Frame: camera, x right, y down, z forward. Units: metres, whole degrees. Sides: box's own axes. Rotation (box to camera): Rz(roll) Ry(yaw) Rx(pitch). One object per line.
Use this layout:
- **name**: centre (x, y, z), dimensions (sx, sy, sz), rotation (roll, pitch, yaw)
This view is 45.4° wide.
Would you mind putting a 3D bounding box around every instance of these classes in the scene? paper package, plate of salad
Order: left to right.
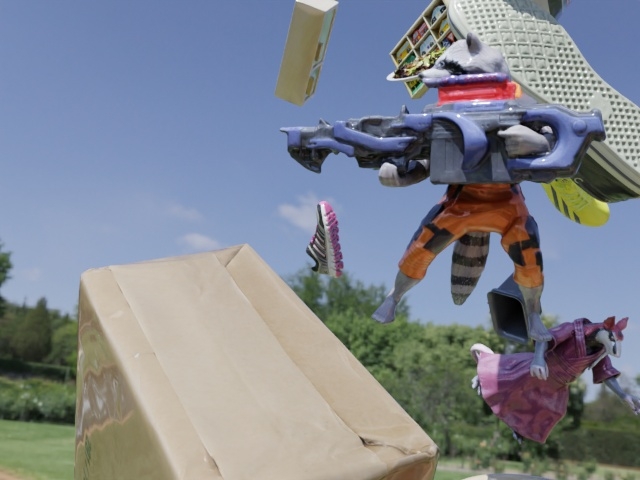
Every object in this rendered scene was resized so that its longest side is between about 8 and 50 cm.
- **paper package**: centre (-0.082, 0.210, 0.607), dimensions (0.168, 0.324, 0.309), rotation (-6, 29, -29)
- **plate of salad**: centre (0.269, -0.467, 2.030), dimensions (0.200, 0.048, 0.200), rotation (-15, 21, 6)

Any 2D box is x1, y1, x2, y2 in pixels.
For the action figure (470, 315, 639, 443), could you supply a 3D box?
- **action figure**: centre (0.538, 0.278, 1.705), dimensions (0.248, 0.275, 0.370), rotation (36, -65, -14)

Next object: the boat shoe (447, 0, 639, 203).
- **boat shoe**: centre (0.406, -0.249, 1.358), dimensions (0.500, 0.187, 0.156), rotation (43, -25, 0)

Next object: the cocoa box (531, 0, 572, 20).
- **cocoa box**: centre (0.379, -0.576, 1.487), dimensions (0.231, 0.228, 0.347), rotation (40, 7, 22)

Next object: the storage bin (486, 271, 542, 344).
- **storage bin**: centre (0.412, 0.134, 1.615), dimensions (0.098, 0.091, 0.135), rotation (15, -44, 40)

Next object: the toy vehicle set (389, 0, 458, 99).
- **toy vehicle set**: centre (0.310, -0.546, 2.167), dimensions (0.035, 0.165, 0.267), rotation (-11, -22, -35)

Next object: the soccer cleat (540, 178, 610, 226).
- **soccer cleat**: centre (0.555, -0.130, 1.735), dimensions (0.289, 0.093, 0.121), rotation (45, 6, -10)

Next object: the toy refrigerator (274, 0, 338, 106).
- **toy refrigerator**: centre (-0.035, -0.499, 2.012), dimensions (0.094, 0.102, 0.269), rotation (24, -55, 9)

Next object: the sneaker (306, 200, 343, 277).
- **sneaker**: centre (0.000, 0.000, 1.656), dimensions (0.075, 0.170, 0.063), rotation (-3, 17, 22)

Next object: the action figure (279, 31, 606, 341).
- **action figure**: centre (0.134, -0.068, 0.876), dimensions (0.342, 0.330, 0.178), rotation (9, 12, 17)

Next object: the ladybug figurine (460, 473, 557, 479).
- **ladybug figurine**: centre (0.520, 0.708, 1.889), dimensions (0.450, 0.161, 0.305), rotation (12, -42, -7)
